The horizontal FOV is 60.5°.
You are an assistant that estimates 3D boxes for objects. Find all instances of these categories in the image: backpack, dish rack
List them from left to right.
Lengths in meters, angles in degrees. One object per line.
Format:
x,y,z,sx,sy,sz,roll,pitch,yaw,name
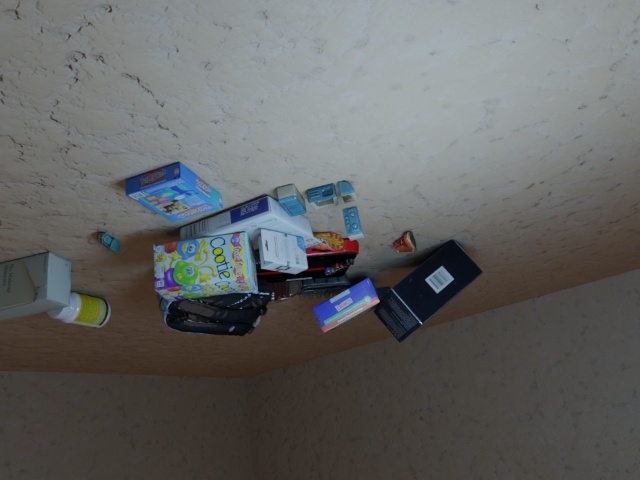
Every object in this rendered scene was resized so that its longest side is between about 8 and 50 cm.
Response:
-0.404,0.213,1.971,0.355,0.273,0.290,-6,142,-42,backpack
-0.001,0.206,2.353,0.208,0.074,0.271,-3,158,-14,dish rack

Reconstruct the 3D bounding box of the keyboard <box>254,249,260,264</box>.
-0.225,0.067,1.809,0.180,0.023,0.108,-15,159,17,keyboard

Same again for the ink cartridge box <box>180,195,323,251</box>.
-0.208,-0.016,1.724,0.324,0.072,0.330,-18,159,22,ink cartridge box

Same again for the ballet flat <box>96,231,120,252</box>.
-0.642,0.003,1.653,0.041,0.041,0.114,-9,158,0,ballet flat

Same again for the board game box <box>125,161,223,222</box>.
-0.375,-0.119,1.428,0.160,0.047,0.210,-15,157,14,board game box

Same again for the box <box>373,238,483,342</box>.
0.418,0.207,2.183,0.343,0.179,0.312,-35,165,-20,box

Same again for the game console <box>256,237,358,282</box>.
-0.065,0.083,2.061,0.386,0.060,0.342,-4,162,-11,game console

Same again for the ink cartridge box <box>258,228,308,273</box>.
-0.126,0.034,1.649,0.060,0.104,0.180,-25,154,37,ink cartridge box

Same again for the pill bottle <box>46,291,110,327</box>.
-0.912,0.260,2.070,0.119,0.119,0.208,-18,157,21,pill bottle

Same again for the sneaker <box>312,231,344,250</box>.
0.000,0.000,1.878,0.175,0.064,0.067,9,173,-26,sneaker

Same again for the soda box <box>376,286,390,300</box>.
0.229,0.273,2.618,0.210,0.067,0.071,-4,158,-10,soda box

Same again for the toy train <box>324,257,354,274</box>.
0.065,0.098,2.025,0.036,0.027,0.158,10,154,-36,toy train

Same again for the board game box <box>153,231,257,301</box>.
-0.337,0.082,1.630,0.275,0.142,0.144,-8,160,-1,board game box

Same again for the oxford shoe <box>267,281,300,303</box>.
-0.260,0.223,2.236,0.348,0.123,0.130,-3,164,-10,oxford shoe

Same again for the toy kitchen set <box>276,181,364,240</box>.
0.001,-0.074,1.525,0.207,0.166,0.122,-13,158,10,toy kitchen set

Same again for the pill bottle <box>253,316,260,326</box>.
-0.354,0.334,2.473,0.117,0.117,0.215,-15,158,15,pill bottle

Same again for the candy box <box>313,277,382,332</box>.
0.125,0.280,2.357,0.268,0.122,0.317,-28,168,4,candy box

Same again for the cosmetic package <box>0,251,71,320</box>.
-0.960,0.153,1.733,0.309,0.160,0.113,-14,158,9,cosmetic package

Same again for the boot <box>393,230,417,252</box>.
0.307,0.012,2.014,0.084,0.059,0.158,-8,160,11,boot
